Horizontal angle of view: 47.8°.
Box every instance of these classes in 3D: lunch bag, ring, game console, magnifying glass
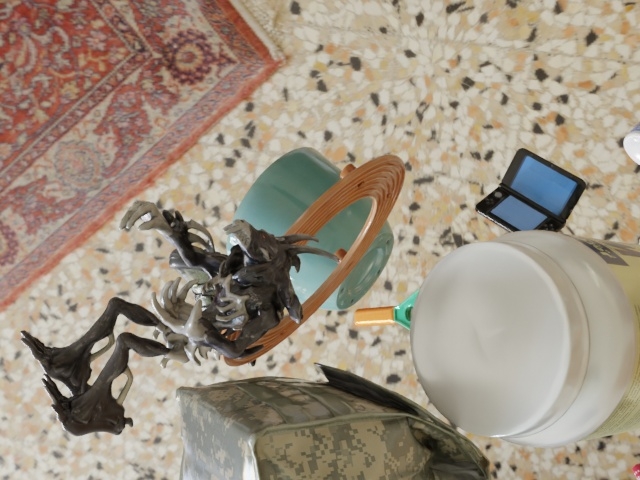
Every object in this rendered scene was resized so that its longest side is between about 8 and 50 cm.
[{"bbox_3d":[0.012,0.233,0.805,0.287,0.235,0.169,-1,92,-28],"label":"lunch bag"},{"bbox_3d":[-0.011,0.024,0.917,0.032,0.336,0.336,41,107,16],"label":"ring"},{"bbox_3d":[0.314,-0.065,1.091,0.122,0.107,0.071,37,148,31],"label":"game console"},{"bbox_3d":[0.132,0.110,1.082,0.231,0.026,0.092,-13,75,53],"label":"magnifying glass"}]

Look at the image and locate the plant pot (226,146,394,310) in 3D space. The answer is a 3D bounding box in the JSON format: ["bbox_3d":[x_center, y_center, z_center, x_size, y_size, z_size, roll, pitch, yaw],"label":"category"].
[{"bbox_3d":[0.000,0.000,1.425,0.235,0.293,0.293,35,107,23],"label":"plant pot"}]

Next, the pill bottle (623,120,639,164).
[{"bbox_3d":[0.566,-0.187,1.173,0.137,0.078,0.078,-44,94,-12],"label":"pill bottle"}]

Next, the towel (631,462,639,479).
[{"bbox_3d":[0.673,0.454,1.186,0.199,0.275,0.031,-28,133,8],"label":"towel"}]

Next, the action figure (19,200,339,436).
[{"bbox_3d":[-0.123,0.051,0.642,0.276,0.164,0.141,-34,130,-8],"label":"action figure"}]

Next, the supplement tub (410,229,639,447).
[{"bbox_3d":[0.285,0.111,0.837,0.235,0.325,0.235,-7,80,48],"label":"supplement tub"}]

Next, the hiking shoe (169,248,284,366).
[{"bbox_3d":[-0.147,0.100,1.088,0.086,0.114,0.227,-8,140,44],"label":"hiking shoe"}]
